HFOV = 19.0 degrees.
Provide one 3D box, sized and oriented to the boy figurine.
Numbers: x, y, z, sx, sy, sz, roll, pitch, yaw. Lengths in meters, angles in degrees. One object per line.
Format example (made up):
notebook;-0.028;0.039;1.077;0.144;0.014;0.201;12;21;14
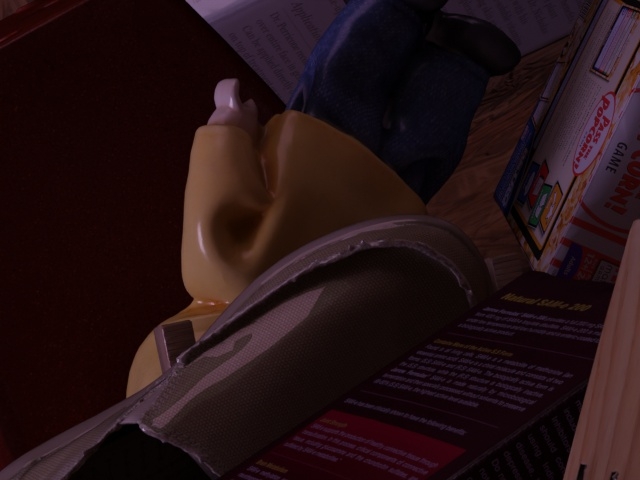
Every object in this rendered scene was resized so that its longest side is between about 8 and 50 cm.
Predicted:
boy figurine;0.000;0.000;0.980;0.092;0.177;0.285;7;67;61

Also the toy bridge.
toy bridge;0.012;0.054;0.912;0.188;0.063;0.026;-12;-3;-16

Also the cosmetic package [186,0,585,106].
cosmetic package;0.081;-0.245;1.496;0.453;0.161;0.230;-24;-30;9

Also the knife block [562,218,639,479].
knife block;0.123;0.125;0.464;0.275;0.242;0.088;17;-5;-25

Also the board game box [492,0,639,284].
board game box;0.146;-0.058;0.967;0.193;0.045;0.147;-95;28;-75

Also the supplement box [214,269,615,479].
supplement box;0.034;0.102;0.694;0.239;0.073;0.130;-33;15;-19

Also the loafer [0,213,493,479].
loafer;-0.034;0.089;0.838;0.268;0.102;0.092;-36;15;0

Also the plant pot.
plant pot;-0.149;-0.011;1.117;0.267;0.236;0.267;-32;15;-24
